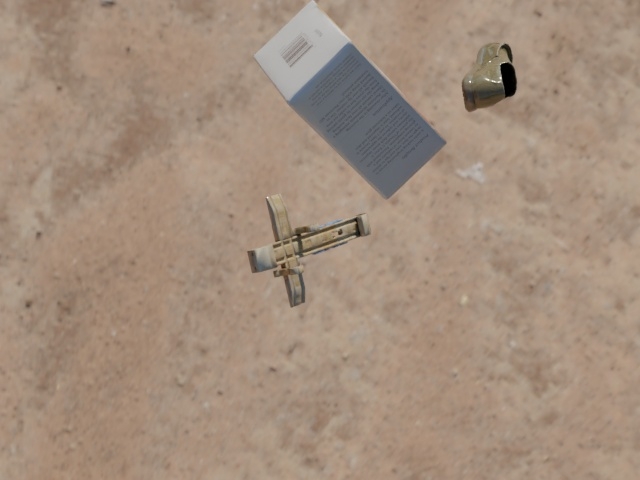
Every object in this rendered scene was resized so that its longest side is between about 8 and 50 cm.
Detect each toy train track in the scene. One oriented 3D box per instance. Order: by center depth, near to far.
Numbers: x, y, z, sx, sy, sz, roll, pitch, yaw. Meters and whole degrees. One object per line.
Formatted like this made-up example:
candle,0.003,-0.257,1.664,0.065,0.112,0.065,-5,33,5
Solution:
toy train track,0.000,0.000,0.558,0.083,0.014,0.048,-19,98,-53

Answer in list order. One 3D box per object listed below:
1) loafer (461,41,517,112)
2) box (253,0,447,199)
loafer,0.199,-0.183,1.465,0.050,0.056,0.148,1,31,22
box,0.030,-0.148,1.361,0.170,0.091,0.130,42,8,-34
